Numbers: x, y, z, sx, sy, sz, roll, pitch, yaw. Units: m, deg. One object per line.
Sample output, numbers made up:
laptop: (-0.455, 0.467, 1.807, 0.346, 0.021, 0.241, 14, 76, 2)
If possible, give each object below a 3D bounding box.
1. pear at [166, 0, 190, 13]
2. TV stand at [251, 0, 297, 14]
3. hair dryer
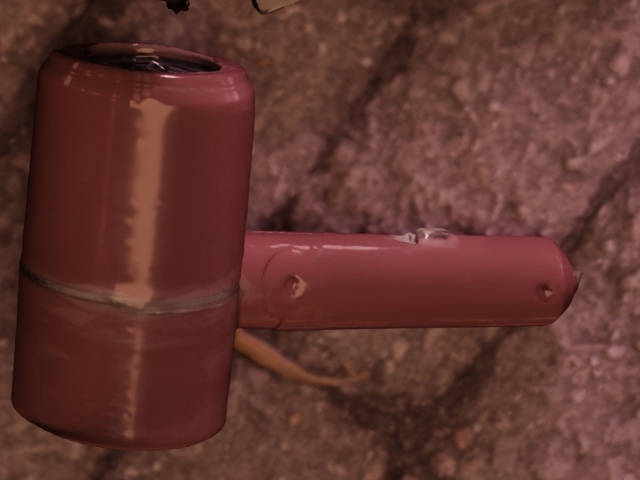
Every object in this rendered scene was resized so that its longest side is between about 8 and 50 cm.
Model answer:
pear: (-0.155, -0.230, 0.917, 0.255, 0.238, 0.164, 17, 109, -18)
TV stand: (0.074, -0.200, 1.079, 0.256, 0.040, 0.049, -23, 111, -4)
hair dryer: (0.000, 0.000, 1.100, 0.352, 0.125, 0.210, 1, 106, -22)
